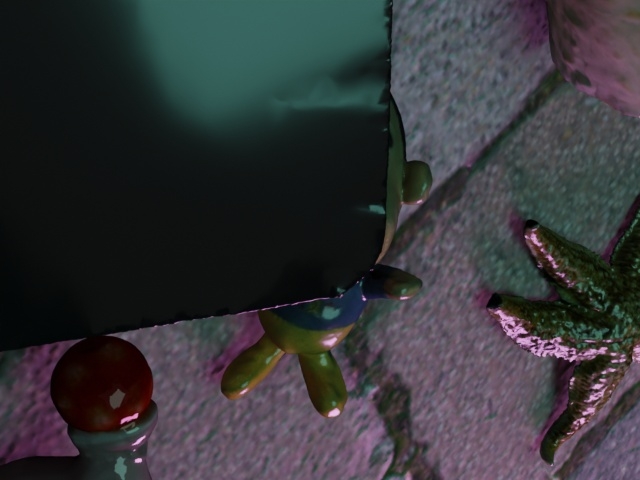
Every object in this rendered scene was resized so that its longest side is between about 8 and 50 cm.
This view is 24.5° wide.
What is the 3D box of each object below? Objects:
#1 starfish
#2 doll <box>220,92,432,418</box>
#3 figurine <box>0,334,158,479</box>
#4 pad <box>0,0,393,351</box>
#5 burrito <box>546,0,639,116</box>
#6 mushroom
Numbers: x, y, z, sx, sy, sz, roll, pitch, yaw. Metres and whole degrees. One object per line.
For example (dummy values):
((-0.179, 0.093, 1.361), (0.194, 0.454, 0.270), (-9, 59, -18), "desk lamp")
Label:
((0.179, 0.039, 0.901), (0.223, 0.050, 0.216), (20, 89, -50), "starfish")
((0.000, 0.000, 0.691), (0.089, 0.102, 0.179), (-62, 162, -75), "doll")
((-0.109, 0.193, 0.634), (0.176, 0.186, 0.287), (-38, 119, -55), "figurine")
((-0.098, -0.038, 0.571), (0.267, 0.004, 0.181), (-8, 118, -16), "pad")
((0.142, -0.213, 0.692), (0.143, 0.105, 0.299), (-42, 133, -31), "burrito")
((-0.053, -0.050, 0.624), (0.084, 0.067, 0.083), (-14, 118, -28), "mushroom")
